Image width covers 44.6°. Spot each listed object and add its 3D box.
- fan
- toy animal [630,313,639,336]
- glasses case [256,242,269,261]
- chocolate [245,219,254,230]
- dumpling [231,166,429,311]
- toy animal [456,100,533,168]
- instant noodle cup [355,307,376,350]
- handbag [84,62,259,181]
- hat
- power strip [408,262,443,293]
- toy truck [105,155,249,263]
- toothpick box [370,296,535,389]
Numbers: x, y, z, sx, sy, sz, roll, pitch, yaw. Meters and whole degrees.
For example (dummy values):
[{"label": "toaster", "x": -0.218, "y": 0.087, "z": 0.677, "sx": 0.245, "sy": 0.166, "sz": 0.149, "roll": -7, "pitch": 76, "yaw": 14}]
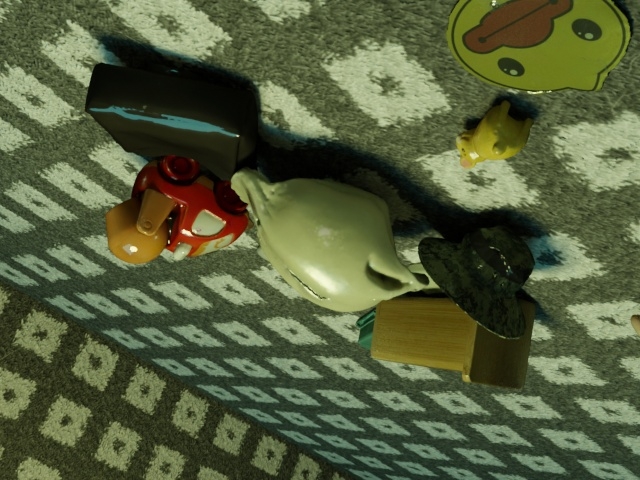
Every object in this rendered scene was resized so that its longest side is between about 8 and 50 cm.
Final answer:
[{"label": "fan", "x": 0.237, "y": -0.277, "z": 0.971, "sx": 0.335, "sy": 0.011, "sz": 0.230, "roll": 32, "pitch": 153, "yaw": -23}, {"label": "toy animal", "x": 0.665, "y": 0.116, "z": 1.254, "sx": 0.213, "sy": 0.195, "sz": 0.256, "roll": 42, "pitch": 156, "yaw": 13}, {"label": "glasses case", "x": -0.083, "y": 0.007, "z": 1.728, "sx": 0.076, "sy": 0.049, "sz": 0.197, "roll": 27, "pitch": 154, "yaw": -15}, {"label": "chocolate", "x": -0.201, "y": -0.037, "z": 1.752, "sx": 0.101, "sy": 0.031, "sz": 0.064, "roll": 9, "pitch": 157, "yaw": 20}, {"label": "dumpling", "x": 0.000, "y": 0.000, "z": 1.446, "sx": 0.395, "sy": 0.233, "sz": 0.315, "roll": 28, "pitch": 170, "yaw": -7}, {"label": "toy animal", "x": 0.241, "y": -0.142, "z": 1.168, "sx": 0.070, "sy": 0.083, "sz": 0.159, "roll": 35, "pitch": 161, "yaw": -12}, {"label": "instant noodle cup", "x": 0.174, "y": 0.247, "z": 1.993, "sx": 0.157, "sy": 0.070, "sz": 0.179, "roll": 26, "pitch": 155, "yaw": -8}, {"label": "handbag", "x": -0.249, "y": -0.199, "z": 1.375, "sx": 0.285, "sy": 0.113, "sz": 0.257, "roll": 12, "pitch": 160, "yaw": 2}, {"label": "hat", "x": 0.305, "y": 0.043, "z": 1.396, "sx": 0.266, "sy": 0.265, "sz": 0.128, "roll": 28, "pitch": 118, "yaw": -15}, {"label": "power strip", "x": 0.265, "y": 0.074, "z": 1.620, "sx": 0.081, "sy": 0.035, "sz": 0.192, "roll": 36, "pitch": 151, "yaw": -31}, {"label": "toy truck", "x": -0.289, "y": -0.036, "z": 1.575, "sx": 0.265, "sy": 0.239, "sz": 0.189, "roll": 27, "pitch": 154, "yaw": -15}, {"label": "toothpick box", "x": 0.271, "y": 0.203, "z": 1.674, "sx": 0.188, "sy": 0.190, "sz": 0.308, "roll": 14, "pitch": 170, "yaw": -38}]
